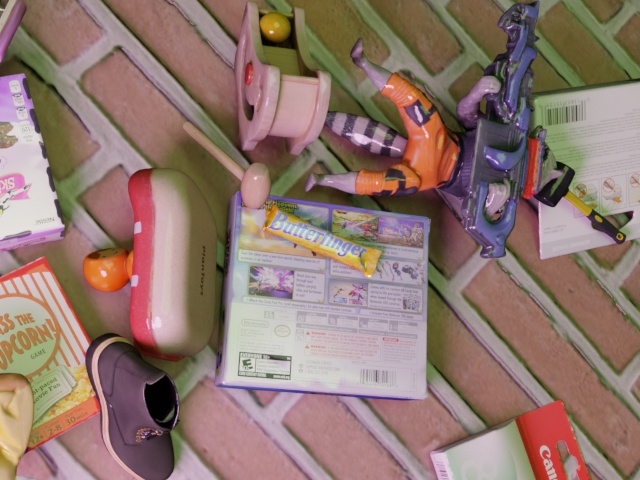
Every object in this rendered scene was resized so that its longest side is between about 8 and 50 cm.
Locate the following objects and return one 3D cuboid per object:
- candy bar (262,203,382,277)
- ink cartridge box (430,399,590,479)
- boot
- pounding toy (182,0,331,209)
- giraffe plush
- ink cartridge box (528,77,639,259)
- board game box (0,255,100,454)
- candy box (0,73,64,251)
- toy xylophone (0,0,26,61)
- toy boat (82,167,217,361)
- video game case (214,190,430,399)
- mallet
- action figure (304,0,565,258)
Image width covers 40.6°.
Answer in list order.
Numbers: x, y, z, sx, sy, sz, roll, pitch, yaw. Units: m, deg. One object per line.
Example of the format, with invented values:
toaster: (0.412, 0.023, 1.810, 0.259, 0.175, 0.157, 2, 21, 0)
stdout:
candy bar: (0.000, 0.000, 1.092, 0.162, 0.018, 0.040, 24, 70, -13)
ink cartridge box: (0.276, 0.332, 1.157, 0.225, 0.056, 0.180, -16, 84, -19)
boot: (-0.187, 0.209, 0.951, 0.077, 0.137, 0.197, -34, 120, -28)
pounding toy: (-0.083, -0.189, 1.074, 0.155, 0.154, 0.269, 4, 59, -18)
giraffe plush: (-0.395, 0.213, 0.891, 0.210, 0.171, 0.181, 58, 47, -39)
ink cartridge box: (0.424, -0.115, 1.305, 0.275, 0.060, 0.238, -11, 107, -20)
board game box: (-0.341, 0.137, 0.998, 0.147, 0.045, 0.193, -29, 88, -22)
candy box: (-0.405, -0.081, 1.012, 0.165, 0.070, 0.196, -14, 82, -21)
toy xylophone: (-0.499, -0.224, 0.957, 0.323, 0.081, 0.236, 4, 54, -9)
toy boat: (-0.211, 0.028, 1.033, 0.151, 0.151, 0.231, -2, 77, 11)
video game case: (0.007, 0.076, 1.119, 0.270, 0.061, 0.244, 8, 76, -17)
mallet: (0.379, -0.038, 1.255, 0.190, 0.039, 0.062, 40, 85, -29)
action figure: (0.176, -0.159, 1.159, 0.330, 0.178, 0.341, 18, 84, -14)
